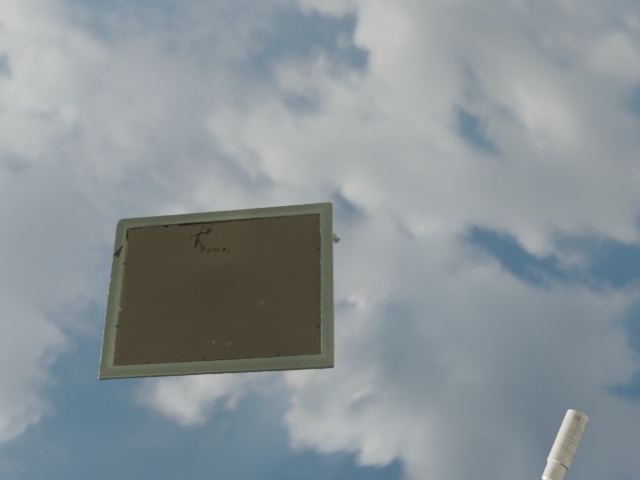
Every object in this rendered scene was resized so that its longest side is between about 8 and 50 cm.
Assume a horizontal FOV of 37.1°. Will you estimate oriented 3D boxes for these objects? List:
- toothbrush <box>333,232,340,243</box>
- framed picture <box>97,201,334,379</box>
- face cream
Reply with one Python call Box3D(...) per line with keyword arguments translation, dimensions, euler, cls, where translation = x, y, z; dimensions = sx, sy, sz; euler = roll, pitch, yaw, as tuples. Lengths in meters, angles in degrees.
Box3D(translation=(0.000, 0.000, 1.234), dimensions=(0.014, 0.011, 0.167), euler=(38, -169, 11), cls="toothbrush")
Box3D(translation=(-0.118, 0.058, 1.119), dimensions=(0.273, 0.016, 0.216), euler=(-3, -119, 7), cls="framed picture")
Box3D(translation=(0.357, 0.314, 1.405), dimensions=(0.034, 0.034, 0.130), euler=(32, -113, -6), cls="face cream")
